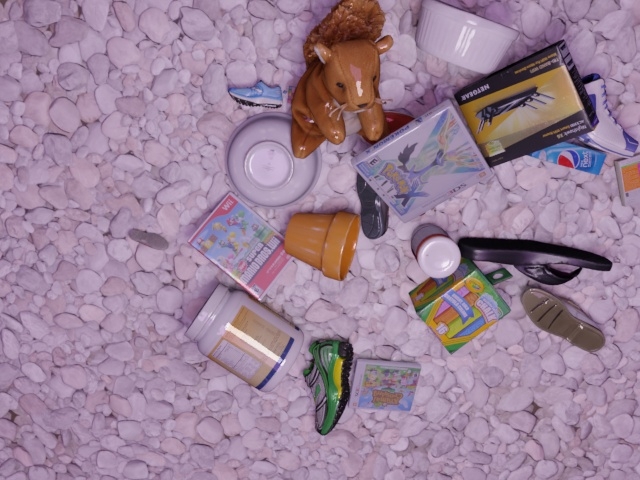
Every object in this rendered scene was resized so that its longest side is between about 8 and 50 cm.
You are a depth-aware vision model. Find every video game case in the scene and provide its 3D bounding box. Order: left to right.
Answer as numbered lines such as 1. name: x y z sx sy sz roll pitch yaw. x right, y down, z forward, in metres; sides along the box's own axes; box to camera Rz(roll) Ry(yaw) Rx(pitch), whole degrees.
1. video game case: -0.232 0.018 1.762 0.285 0.025 0.204 40 74 -8
2. video game case: 0.208 0.478 1.887 0.212 0.023 0.193 6 116 -6
3. video game case: 0.289 -0.204 1.603 0.300 0.036 0.329 -30 138 18

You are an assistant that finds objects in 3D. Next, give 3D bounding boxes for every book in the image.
1. book: 0.944 -0.183 1.725 0.096 0.035 0.144 -17 104 2

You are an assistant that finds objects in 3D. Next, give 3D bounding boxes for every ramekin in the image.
1. ramekin: 0.378 -0.543 1.536 0.272 0.273 0.127 18 116 -3

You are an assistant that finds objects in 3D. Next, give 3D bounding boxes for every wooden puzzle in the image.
1. wooden puzzle: -0.071 -0.428 1.699 0.083 0.006 0.049 7 104 0

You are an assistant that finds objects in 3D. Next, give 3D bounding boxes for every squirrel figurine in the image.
1. squirrel figurine: 0.052 -0.442 1.478 0.281 0.370 0.397 -5 81 -3

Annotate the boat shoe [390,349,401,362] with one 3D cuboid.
1. boat shoe: 0.241 0.408 1.890 0.035 0.035 0.100 21 104 -4

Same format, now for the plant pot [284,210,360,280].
1. plant pot: 0.000 0.000 1.721 0.187 0.205 0.205 14 105 13

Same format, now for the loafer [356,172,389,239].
1. loafer: 0.167 -0.140 1.742 0.096 0.084 0.268 7 103 33

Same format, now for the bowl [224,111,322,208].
1. bowl: -0.144 -0.224 1.689 0.297 0.134 0.298 0 105 1

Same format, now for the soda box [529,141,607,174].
1. soda box: 0.717 -0.253 1.692 0.210 0.071 0.067 14 104 -2

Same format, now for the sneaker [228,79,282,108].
1. sneaker: -0.188 -0.432 1.684 0.162 0.063 0.073 6 87 -5

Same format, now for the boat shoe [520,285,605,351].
1. boat shoe: 0.745 0.233 1.799 0.302 0.103 0.113 36 115 -8

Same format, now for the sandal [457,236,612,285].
1. sandal: 0.633 0.066 1.735 0.445 0.167 0.107 6 107 6

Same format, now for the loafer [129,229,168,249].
1. loafer: -0.536 0.000 1.809 0.125 0.039 0.045 20 71 -7

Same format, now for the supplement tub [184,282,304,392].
1. supplement tub: -0.234 0.294 1.774 0.316 0.228 0.228 35 102 -7

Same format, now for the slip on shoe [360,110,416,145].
1. slip on shoe: 0.270 -0.294 1.678 0.331 0.101 0.123 19 106 -2

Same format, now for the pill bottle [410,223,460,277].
1. pill bottle: 0.331 0.023 1.694 0.121 0.221 0.121 0 104 1

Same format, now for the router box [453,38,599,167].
1. router box: 0.559 -0.364 1.581 0.308 0.081 0.243 -19 106 43

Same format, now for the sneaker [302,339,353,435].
1. sneaker: 0.017 0.475 1.882 0.146 0.134 0.344 11 106 19

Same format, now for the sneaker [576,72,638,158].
1. sneaker: 0.777 -0.366 1.633 0.315 0.127 0.182 24 106 -3

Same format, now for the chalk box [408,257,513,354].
1. chalk box: 0.443 0.168 1.752 0.289 0.180 0.179 -39 100 9

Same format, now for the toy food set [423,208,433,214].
1. toy food set: 0.286 -0.122 1.764 0.078 0.019 0.122 -41 107 11
